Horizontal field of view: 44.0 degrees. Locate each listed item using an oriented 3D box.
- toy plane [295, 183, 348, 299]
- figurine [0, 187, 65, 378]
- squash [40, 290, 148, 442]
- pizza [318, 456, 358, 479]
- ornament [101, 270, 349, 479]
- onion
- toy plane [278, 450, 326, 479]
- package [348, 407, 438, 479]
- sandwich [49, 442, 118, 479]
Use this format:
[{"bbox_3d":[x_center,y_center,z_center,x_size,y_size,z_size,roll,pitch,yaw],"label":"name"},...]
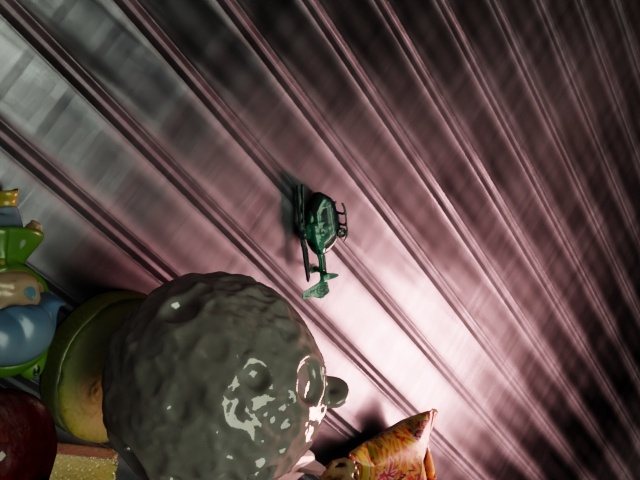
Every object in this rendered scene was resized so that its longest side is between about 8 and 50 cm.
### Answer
[{"bbox_3d":[0.000,0.000,1.504,0.096,0.060,0.234,-17,111,-31],"label":"toy plane"},{"bbox_3d":[-0.432,0.061,1.060,0.162,0.143,0.263,-4,89,-48],"label":"figurine"},{"bbox_3d":[-0.319,0.205,1.267,0.252,0.049,0.251,-17,114,-41],"label":"squash"},{"bbox_3d":[-0.086,0.611,1.475,0.435,0.080,0.392,-46,164,-19],"label":"pizza"},{"bbox_3d":[-0.161,0.217,1.160,0.337,0.337,0.336,-16,113,-40],"label":"ornament"},{"bbox_3d":[-0.466,0.299,1.032,0.247,0.190,0.246,-18,151,-11],"label":"onion"},{"bbox_3d":[-0.115,0.437,1.489,0.267,0.123,0.266,-13,111,-38],"label":"toy plane"},{"bbox_3d":[0.150,0.515,1.784,0.288,0.108,0.223,-17,120,-32],"label":"package"},{"bbox_3d":[-0.390,0.371,1.250,0.162,0.058,0.192,-25,118,-38],"label":"sandwich"}]
